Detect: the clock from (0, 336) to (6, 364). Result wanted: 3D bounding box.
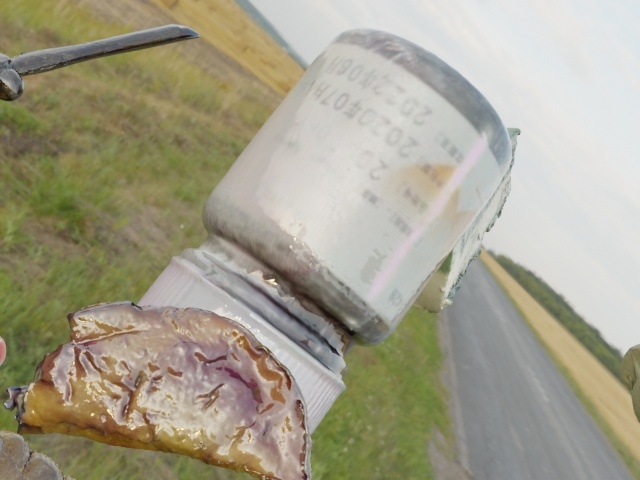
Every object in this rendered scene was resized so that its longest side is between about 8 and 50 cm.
[{"bbox_3d":[-0.491,0.144,0.992,0.254,0.189,0.189,31,15,-47],"label":"clock"}]

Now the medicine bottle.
[{"bbox_3d":[0.000,0.000,0.598,0.165,0.273,0.165,35,-8,6],"label":"medicine bottle"}]

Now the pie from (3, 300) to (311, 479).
[{"bbox_3d":[-0.083,0.079,0.454,0.170,0.092,0.034,9,-20,0],"label":"pie"}]

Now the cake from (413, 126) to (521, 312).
[{"bbox_3d":[0.184,-0.034,1.048,0.283,0.158,0.172,-14,40,-29],"label":"cake"}]

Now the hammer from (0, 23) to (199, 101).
[{"bbox_3d":[-0.146,-0.124,0.535,0.065,0.021,0.178,30,37,25],"label":"hammer"}]

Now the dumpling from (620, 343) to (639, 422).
[{"bbox_3d":[0.183,0.079,0.439,0.059,0.043,0.077,54,3,15],"label":"dumpling"}]

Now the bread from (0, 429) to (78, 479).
[{"bbox_3d":[-0.428,0.378,1.236,0.084,0.124,0.344,-4,-41,34],"label":"bread"}]
